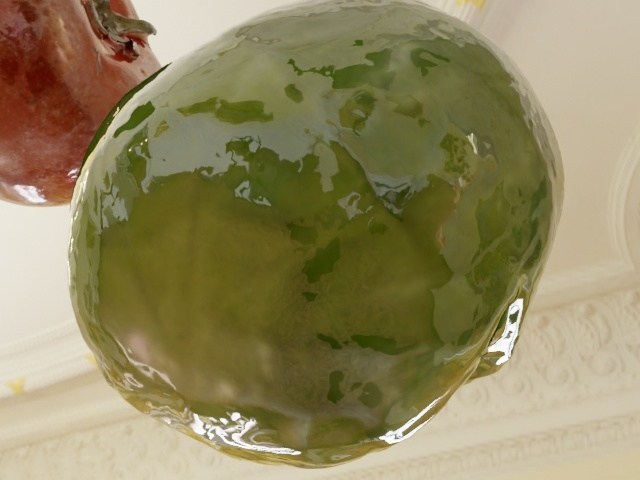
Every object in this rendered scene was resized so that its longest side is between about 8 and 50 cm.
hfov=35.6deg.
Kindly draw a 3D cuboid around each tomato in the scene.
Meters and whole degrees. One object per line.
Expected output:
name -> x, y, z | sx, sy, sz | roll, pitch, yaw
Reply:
tomato -> -0.273, -0.155, 0.922 | 0.227, 0.270, 0.270 | -30, -60, 14

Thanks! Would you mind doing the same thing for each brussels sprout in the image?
brussels sprout -> 0.000, 0.000, 0.466 | 0.244, 0.244, 0.244 | 5, -50, 6
